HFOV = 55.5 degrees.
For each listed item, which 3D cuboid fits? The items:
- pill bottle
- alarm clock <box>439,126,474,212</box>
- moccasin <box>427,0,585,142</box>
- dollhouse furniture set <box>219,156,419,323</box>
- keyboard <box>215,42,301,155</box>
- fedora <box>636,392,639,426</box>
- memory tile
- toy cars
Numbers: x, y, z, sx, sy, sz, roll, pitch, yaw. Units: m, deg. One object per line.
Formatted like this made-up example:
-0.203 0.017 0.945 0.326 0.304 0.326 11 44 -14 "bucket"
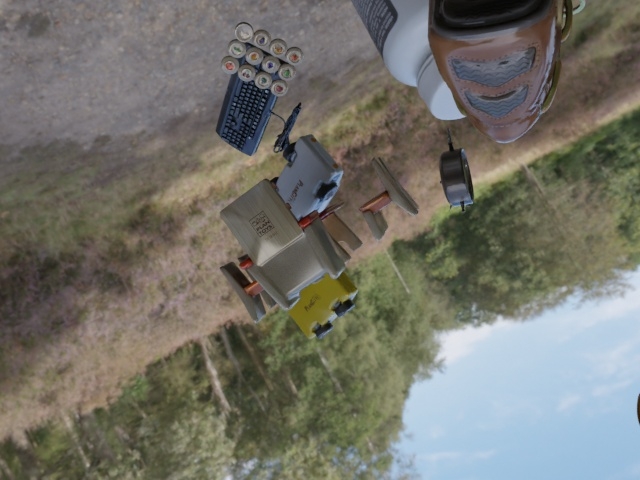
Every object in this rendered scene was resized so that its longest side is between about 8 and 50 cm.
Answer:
0.149 -0.337 0.872 0.177 0.318 0.176 -19 157 -8 "pill bottle"
0.304 -0.162 1.383 0.064 0.191 0.129 -8 -174 21 "alarm clock"
0.179 -0.250 0.575 0.139 0.379 0.147 -7 140 18 "moccasin"
-0.021 -0.015 0.791 0.262 0.135 0.259 -35 -179 14 "dollhouse furniture set"
-0.143 -0.320 1.496 0.317 0.202 0.033 -59 -173 51 "keyboard"
0.771 0.366 1.277 0.194 0.194 0.079 -28 178 -4 "fedora"
-0.116 -0.361 1.219 0.113 0.148 0.012 -57 -157 30 "memory tile"
0.000 0.000 1.025 0.177 0.393 0.087 18 -143 42 "toy cars"
